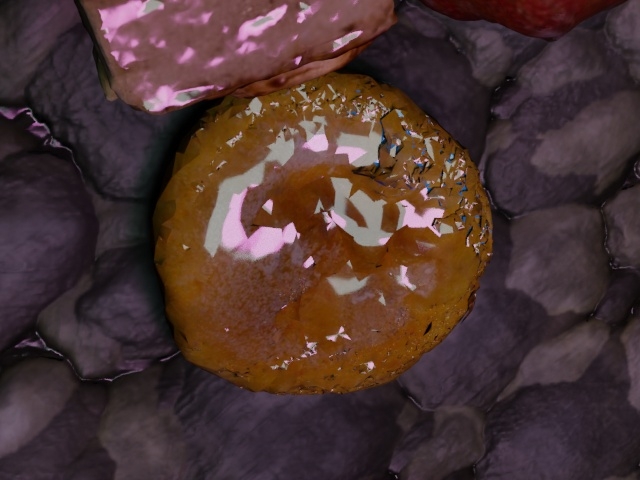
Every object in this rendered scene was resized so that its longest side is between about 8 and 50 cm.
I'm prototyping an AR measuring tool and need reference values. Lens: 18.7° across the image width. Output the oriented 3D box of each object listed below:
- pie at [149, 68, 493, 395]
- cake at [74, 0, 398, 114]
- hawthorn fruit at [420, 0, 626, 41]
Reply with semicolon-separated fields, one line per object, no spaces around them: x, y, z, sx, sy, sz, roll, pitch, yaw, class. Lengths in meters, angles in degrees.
0.001;0.001;1.382;0.273;0.069;0.273;-8;120;-15;pie
-0.080;-0.202;1.169;0.199;0.196;0.293;-23;129;-10;cake
0.131;-0.238;1.254;0.185;0.185;0.202;-16;117;-17;hawthorn fruit
